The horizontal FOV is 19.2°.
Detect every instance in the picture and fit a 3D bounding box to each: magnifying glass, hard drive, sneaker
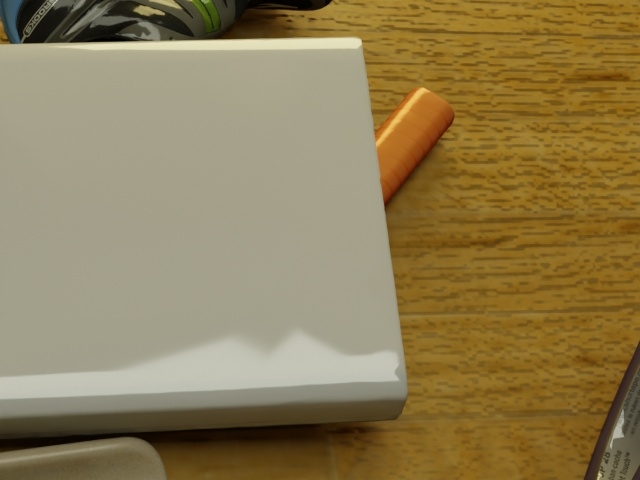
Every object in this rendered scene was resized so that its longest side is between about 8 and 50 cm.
[{"bbox_3d":[0.000,0.000,0.968,0.092,0.026,0.231,33,54,10],"label":"magnifying glass"},{"bbox_3d":[-0.123,-0.004,0.905,0.307,0.040,0.203,-2,61,-9],"label":"hard drive"},{"bbox_3d":[-0.078,-0.120,1.015,0.188,0.067,0.078,-13,82,-23],"label":"sneaker"}]

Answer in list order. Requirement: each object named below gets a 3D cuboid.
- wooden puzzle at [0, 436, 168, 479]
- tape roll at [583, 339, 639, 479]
[{"bbox_3d":[-0.147,0.199,0.783,0.220,0.044,0.239,-6,58,-18],"label":"wooden puzzle"},{"bbox_3d":[0.182,0.087,0.852,0.080,0.189,0.189,22,54,3],"label":"tape roll"}]
